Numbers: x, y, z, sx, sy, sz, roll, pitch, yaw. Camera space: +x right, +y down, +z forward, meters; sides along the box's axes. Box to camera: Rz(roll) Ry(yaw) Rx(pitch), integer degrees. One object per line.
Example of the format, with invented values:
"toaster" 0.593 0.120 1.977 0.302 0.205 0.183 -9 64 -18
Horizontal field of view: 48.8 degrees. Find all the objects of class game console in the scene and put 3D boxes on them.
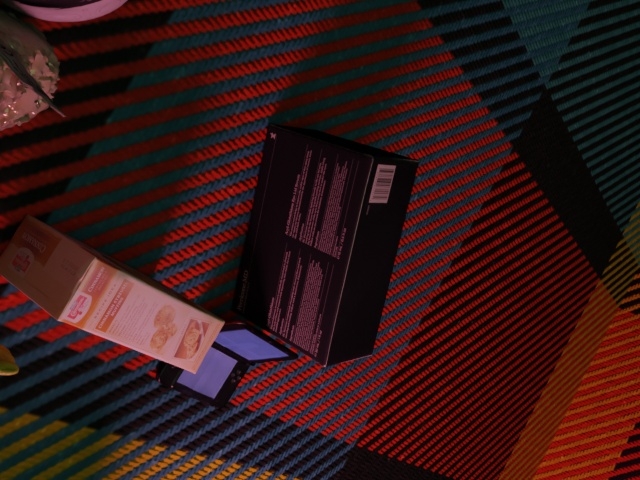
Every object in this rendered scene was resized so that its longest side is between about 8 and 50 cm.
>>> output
"game console" -0.121 0.167 0.930 0.124 0.085 0.144 -58 139 -9

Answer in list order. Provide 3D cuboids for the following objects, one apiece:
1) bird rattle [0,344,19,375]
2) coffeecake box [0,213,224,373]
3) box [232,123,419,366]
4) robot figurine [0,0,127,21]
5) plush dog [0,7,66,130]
"bird rattle" -0.387 0.107 0.566 0.253 0.143 0.207 -10 146 -55
"coffeecake box" -0.215 0.058 0.730 0.185 0.142 0.068 37 80 -49
"box" 0.000 0.000 0.904 0.103 0.184 0.262 -3 111 -49
"robot figurine" -0.197 -0.259 0.502 0.209 0.278 0.174 -20 99 -9
"plush dog" -0.340 -0.090 0.515 0.225 0.211 0.262 -43 140 12
